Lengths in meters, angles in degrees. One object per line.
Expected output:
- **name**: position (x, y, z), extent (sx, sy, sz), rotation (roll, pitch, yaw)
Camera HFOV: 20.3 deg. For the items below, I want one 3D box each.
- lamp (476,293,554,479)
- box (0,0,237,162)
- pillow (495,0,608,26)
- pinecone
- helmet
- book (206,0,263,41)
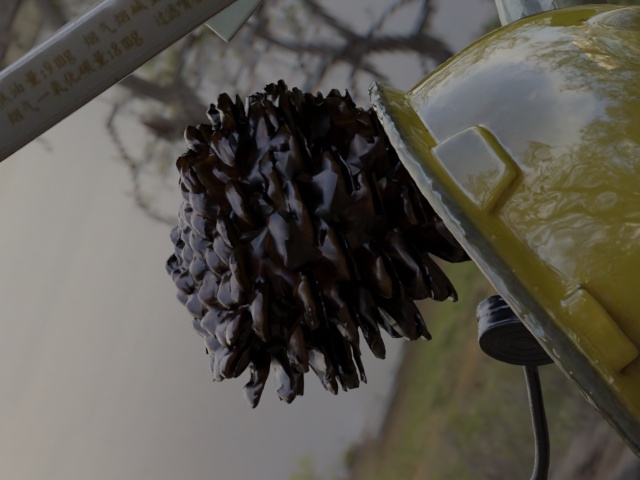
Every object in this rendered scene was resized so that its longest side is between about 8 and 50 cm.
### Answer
- **lamp**: position (0.159, 0.184, 1.330), extent (0.371, 0.130, 0.108), rotation (94, -174, -55)
- **box**: position (-0.092, -0.162, 1.162), extent (0.365, 0.051, 0.204), rotation (-33, 9, 8)
- **pillow**: position (0.142, -0.143, 1.060), extent (0.230, 0.050, 0.148), rotation (12, -117, -73)
- **pinecone**: position (0.000, 0.000, 1.165), extent (0.221, 0.221, 0.221), rotation (-157, 90, -80)
- **helmet**: position (0.146, -0.001, 0.671), extent (0.140, 0.257, 0.205), rotation (-42, -3, 10)
- **book**: position (-0.065, -0.349, 1.537), extent (0.295, 0.208, 0.020), rotation (-50, 5, 3)
